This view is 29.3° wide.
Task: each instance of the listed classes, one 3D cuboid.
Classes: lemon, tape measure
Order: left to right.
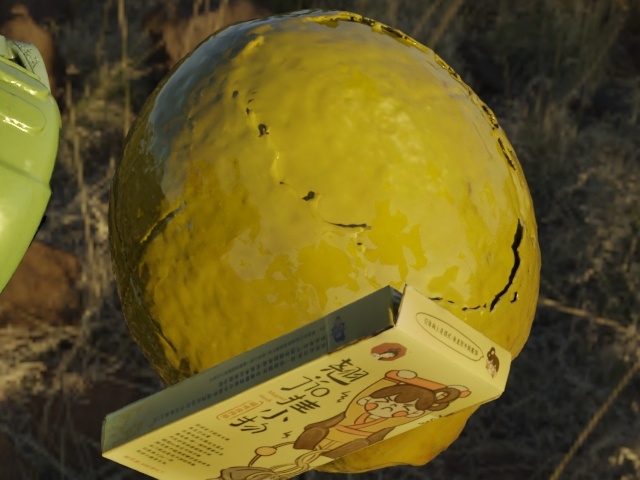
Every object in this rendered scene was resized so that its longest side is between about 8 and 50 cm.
[{"bbox_3d":[-0.184,-0.019,0.592,0.087,0.177,0.154,26,2,-26],"label":"tape measure"},{"bbox_3d":[0.001,0.000,0.806,0.297,0.297,0.297,4,26,-2],"label":"lemon"}]

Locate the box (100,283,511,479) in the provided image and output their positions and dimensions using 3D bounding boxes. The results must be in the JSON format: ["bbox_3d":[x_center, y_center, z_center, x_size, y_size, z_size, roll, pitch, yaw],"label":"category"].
[{"bbox_3d":[-0.007,0.062,0.463,0.073,0.149,0.020,33,40,-41],"label":"box"}]
